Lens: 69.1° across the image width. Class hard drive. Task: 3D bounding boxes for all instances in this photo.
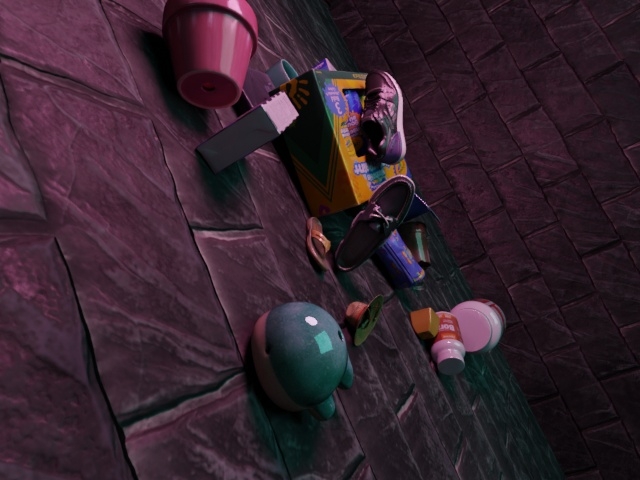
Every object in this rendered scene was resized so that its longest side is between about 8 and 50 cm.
[{"bbox_3d":[-0.170,-0.386,1.272,0.172,0.054,0.255,60,21,-4],"label":"hard drive"}]

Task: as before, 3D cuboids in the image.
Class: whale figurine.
[{"bbox_3d":[0.001,0.199,0.817,0.272,0.141,0.216,31,36,-54],"label":"whale figurine"}]

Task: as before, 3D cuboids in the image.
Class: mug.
[{"bbox_3d":[-0.112,-0.467,1.447,0.158,0.097,0.129,53,22,-24],"label":"mug"}]

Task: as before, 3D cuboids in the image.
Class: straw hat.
[{"bbox_3d":[0.097,0.186,1.160,0.061,0.144,0.144,25,7,25],"label":"straw hat"}]

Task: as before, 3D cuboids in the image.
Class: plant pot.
[{"bbox_3d":[0.356,0.034,1.832,0.167,0.167,0.165,29,45,-55],"label":"plant pot"},{"bbox_3d":[-0.231,-0.387,0.974,0.201,0.201,0.180,27,55,-56],"label":"plant pot"},{"bbox_3d":[0.369,0.299,1.634,0.081,0.081,0.083,47,36,-34],"label":"plant pot"}]

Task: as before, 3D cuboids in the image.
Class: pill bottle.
[{"bbox_3d":[0.451,0.368,1.670,0.121,0.121,0.216,51,23,-26],"label":"pill bottle"},{"bbox_3d":[0.681,0.376,2.041,0.408,0.229,0.229,10,55,-63],"label":"pill bottle"}]

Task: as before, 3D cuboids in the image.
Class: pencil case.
[{"bbox_3d":[0.242,0.035,1.604,0.306,0.119,0.133,53,16,-21],"label":"pencil case"}]

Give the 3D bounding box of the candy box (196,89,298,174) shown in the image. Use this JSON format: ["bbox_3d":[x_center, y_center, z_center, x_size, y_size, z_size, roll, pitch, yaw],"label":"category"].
[{"bbox_3d":[-0.147,-0.233,0.981,0.070,0.165,0.196,57,21,-18],"label":"candy box"}]

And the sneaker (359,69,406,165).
[{"bbox_3d":[0.165,-0.358,1.305,0.124,0.107,0.283,1,76,-50],"label":"sneaker"}]

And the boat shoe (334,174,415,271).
[{"bbox_3d":[0.144,-0.036,1.224,0.114,0.302,0.091,32,18,-1],"label":"boat shoe"}]

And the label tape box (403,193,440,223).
[{"bbox_3d":[0.281,-0.169,1.783,0.347,0.115,0.249,47,10,25],"label":"label tape box"}]

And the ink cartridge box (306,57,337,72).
[{"bbox_3d":[0.062,-0.520,1.837,0.270,0.151,0.395,36,35,-47],"label":"ink cartridge box"}]

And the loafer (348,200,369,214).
[{"bbox_3d":[0.156,-0.117,1.651,0.078,0.080,0.220,61,21,0],"label":"loafer"}]

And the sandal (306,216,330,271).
[{"bbox_3d":[0.000,0.000,1.191,0.072,0.049,0.180,45,27,-38],"label":"sandal"}]

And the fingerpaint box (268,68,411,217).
[{"bbox_3d":[0.088,-0.305,1.407,0.445,0.163,0.371,-28,101,-57],"label":"fingerpaint box"}]
